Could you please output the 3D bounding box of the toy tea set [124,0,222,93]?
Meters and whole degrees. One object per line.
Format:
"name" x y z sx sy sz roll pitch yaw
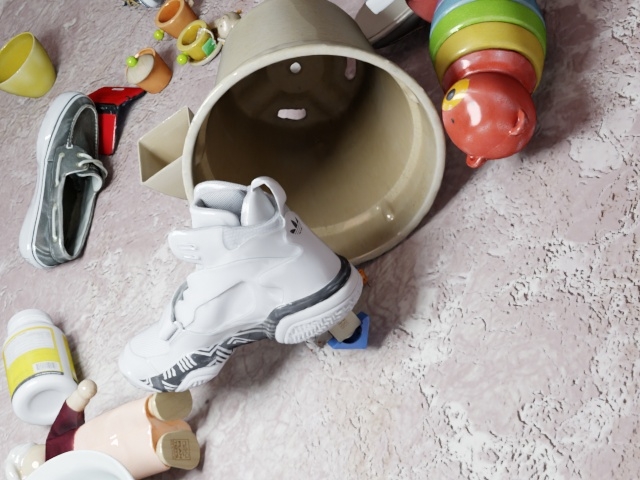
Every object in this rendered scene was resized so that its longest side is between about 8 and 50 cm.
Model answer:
"toy tea set" -0.252 -0.426 1.976 0.200 0.124 0.336 6 65 43

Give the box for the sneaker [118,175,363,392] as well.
"sneaker" -0.145 0.052 1.368 0.365 0.210 0.137 -23 25 27

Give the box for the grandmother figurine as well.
"grandmother figurine" -0.321 0.306 1.530 0.342 0.104 0.208 -19 64 33

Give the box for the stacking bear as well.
"stacking bear" 0.213 -0.231 1.400 0.175 0.164 0.289 -33 42 41

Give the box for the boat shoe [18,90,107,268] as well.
"boat shoe" -0.433 -0.108 1.925 0.119 0.121 0.335 -2 72 30

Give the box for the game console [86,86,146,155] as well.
"game console" -0.400 -0.228 2.046 0.144 0.085 0.124 10 37 44

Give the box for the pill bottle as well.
"pill bottle" -0.444 0.194 1.710 0.103 0.103 0.184 -41 42 10

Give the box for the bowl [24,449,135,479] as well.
"bowl" -0.293 0.428 1.380 0.297 0.134 0.298 -21 52 29

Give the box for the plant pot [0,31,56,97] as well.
"plant pot" -0.606 -0.350 2.251 0.134 0.095 0.134 -23 48 28

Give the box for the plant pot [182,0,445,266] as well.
"plant pot" -0.024 -0.176 1.484 0.333 0.334 0.305 -36 32 16

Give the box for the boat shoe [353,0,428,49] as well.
"boat shoe" 0.189 -0.393 1.611 0.335 0.095 0.112 -46 42 13

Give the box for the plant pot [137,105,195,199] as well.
"plant pot" -0.222 -0.130 1.757 0.109 0.096 0.109 -31 45 19

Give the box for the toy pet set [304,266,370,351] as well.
"toy pet set" 0.033 0.103 1.412 0.122 0.065 0.114 -42 10 -5

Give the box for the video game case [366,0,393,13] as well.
"video game case" 0.176 -0.442 1.484 0.204 0.025 0.285 -31 23 43

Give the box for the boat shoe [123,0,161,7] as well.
"boat shoe" -0.373 -0.495 2.184 0.083 0.065 0.183 -41 36 13

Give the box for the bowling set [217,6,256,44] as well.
"bowling set" -0.096 -0.388 1.768 0.154 0.200 0.287 10 64 46
